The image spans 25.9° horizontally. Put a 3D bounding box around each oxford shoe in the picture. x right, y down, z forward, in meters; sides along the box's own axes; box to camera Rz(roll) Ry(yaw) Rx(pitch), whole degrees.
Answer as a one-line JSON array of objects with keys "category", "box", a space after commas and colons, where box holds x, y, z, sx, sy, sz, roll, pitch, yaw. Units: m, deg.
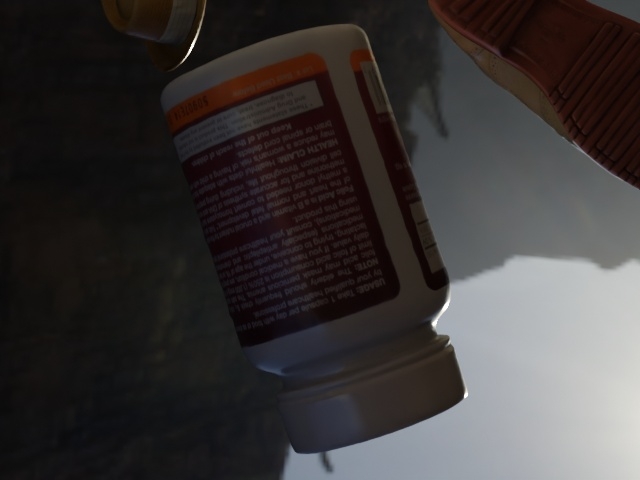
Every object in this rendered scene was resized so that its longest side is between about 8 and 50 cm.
[{"category": "oxford shoe", "box": [0.279, -0.182, 1.508, 0.397, 0.140, 0.146, 44, 178, 5]}]

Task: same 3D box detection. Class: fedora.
[{"category": "fedora", "box": [-0.190, -0.281, 1.515, 0.079, 0.194, 0.194, 0, -168, -31]}]

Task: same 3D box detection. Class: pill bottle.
[{"category": "pill bottle", "box": [0.000, 0.000, 1.408, 0.224, 0.392, 0.224, -18, 179, 0]}]
